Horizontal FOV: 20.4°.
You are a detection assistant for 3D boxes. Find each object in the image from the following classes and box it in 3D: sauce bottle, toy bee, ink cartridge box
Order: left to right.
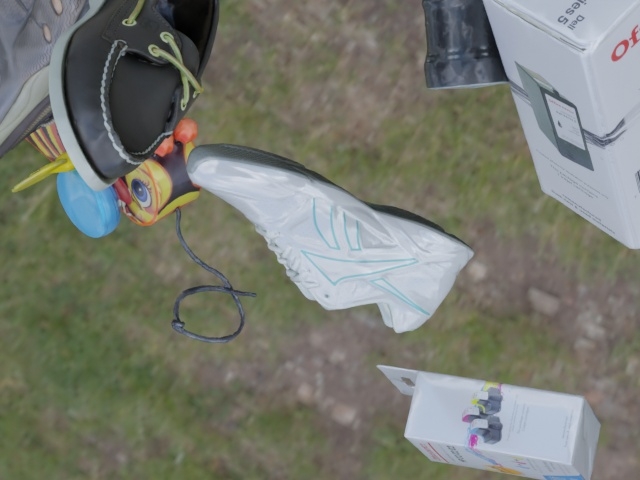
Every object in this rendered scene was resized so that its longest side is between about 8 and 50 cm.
[{"bbox_3d":[-0.155,-0.077,1.559,0.298,0.195,0.162,29,141,6],"label":"toy bee"},{"bbox_3d":[0.106,-0.292,1.400,0.111,0.111,0.344,-4,94,28],"label":"sauce bottle"},{"bbox_3d":[0.138,0.158,1.514,0.181,0.061,0.104,8,164,20],"label":"ink cartridge box"},{"bbox_3d":[0.255,-0.153,1.402,0.115,0.198,0.273,37,165,34],"label":"ink cartridge box"}]

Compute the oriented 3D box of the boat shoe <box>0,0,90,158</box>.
[{"bbox_3d":[-0.220,-0.132,1.332,0.355,0.130,0.132,-28,79,49],"label":"boat shoe"}]

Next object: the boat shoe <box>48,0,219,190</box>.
[{"bbox_3d":[-0.105,-0.106,1.053,0.069,0.227,0.081,-18,118,13],"label":"boat shoe"}]

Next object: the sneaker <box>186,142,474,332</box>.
[{"bbox_3d":[0.000,0.000,0.854,0.152,0.054,0.061,25,97,-21],"label":"sneaker"}]
